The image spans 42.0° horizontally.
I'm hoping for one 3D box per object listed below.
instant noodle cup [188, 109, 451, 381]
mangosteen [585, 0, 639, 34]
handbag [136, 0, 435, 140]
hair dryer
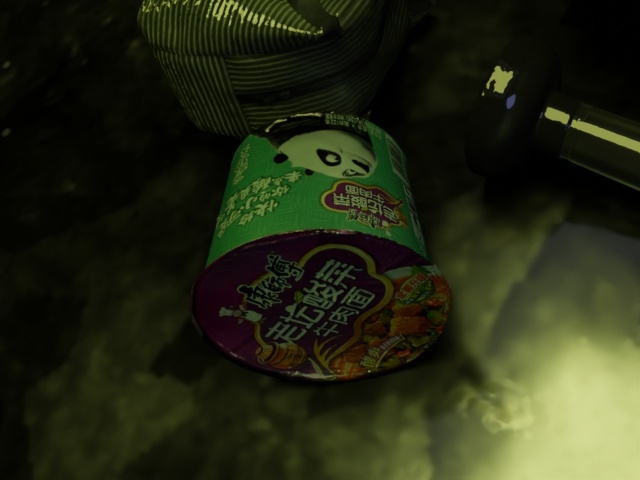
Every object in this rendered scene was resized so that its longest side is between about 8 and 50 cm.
[{"bbox_3d":[0.000,0.000,0.848,0.251,0.251,0.190,-13,48,15],"label":"instant noodle cup"},{"bbox_3d":[0.392,-0.380,0.872,0.306,0.306,0.360,-8,43,18],"label":"mangosteen"},{"bbox_3d":[-0.023,-0.279,1.009,0.240,0.247,0.341,15,62,28],"label":"handbag"},{"bbox_3d":[0.326,-0.167,0.808,0.320,0.155,0.284,17,110,27],"label":"hair dryer"}]
